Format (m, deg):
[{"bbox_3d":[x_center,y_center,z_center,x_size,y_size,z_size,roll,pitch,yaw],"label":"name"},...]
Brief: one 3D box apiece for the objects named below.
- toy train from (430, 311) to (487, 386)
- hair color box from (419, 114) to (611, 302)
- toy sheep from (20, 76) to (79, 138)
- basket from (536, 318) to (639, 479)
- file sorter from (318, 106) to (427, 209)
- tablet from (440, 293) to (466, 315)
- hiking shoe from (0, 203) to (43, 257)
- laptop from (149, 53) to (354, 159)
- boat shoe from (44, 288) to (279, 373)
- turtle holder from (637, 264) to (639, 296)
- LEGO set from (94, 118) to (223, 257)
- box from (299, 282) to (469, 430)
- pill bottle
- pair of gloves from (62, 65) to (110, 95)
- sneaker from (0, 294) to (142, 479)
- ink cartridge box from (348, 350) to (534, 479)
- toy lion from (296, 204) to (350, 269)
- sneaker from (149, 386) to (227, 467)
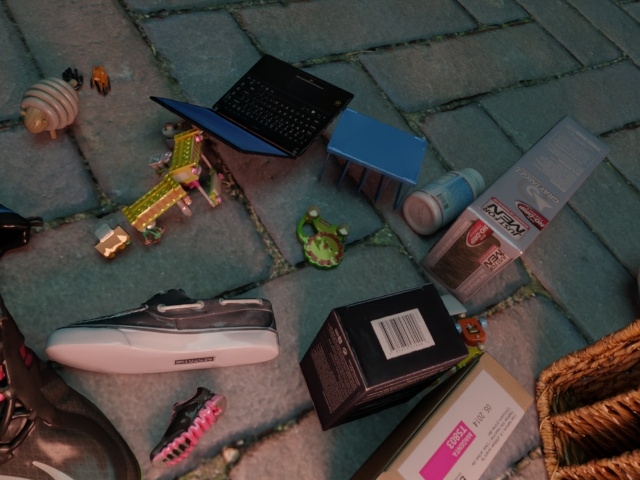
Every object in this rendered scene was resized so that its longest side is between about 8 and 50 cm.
[{"bbox_3d":[0.206,0.182,0.827,0.167,0.046,0.125,-11,35,-12],"label":"toy train"},{"bbox_3d":[0.363,-0.065,0.943,0.113,0.185,0.374,44,57,12],"label":"hair color box"},{"bbox_3d":[-0.454,-0.230,0.863,0.091,0.091,0.132,18,55,-5],"label":"toy sheep"},{"bbox_3d":[0.422,0.272,0.675,0.223,0.299,0.213,40,57,7],"label":"basket"},{"bbox_3d":[0.094,-0.148,0.965,0.170,0.104,0.118,22,54,-2],"label":"file sorter"},{"bbox_3d":[0.201,0.113,0.873,0.083,0.006,0.054,-8,30,-21],"label":"tablet"},{"bbox_3d":[-0.502,0.052,0.650,0.132,0.113,0.304,20,55,-3],"label":"hiking shoe"},{"bbox_3d":[-0.116,-0.257,0.915,0.234,0.136,0.264,33,74,25],"label":"laptop"},{"bbox_3d":[-0.206,0.117,0.704,0.302,0.108,0.102,1,58,-19],"label":"boat shoe"},{"bbox_3d":[0.727,0.122,0.933,0.228,0.243,0.320,-2,98,-1],"label":"turtle holder"},{"bbox_3d":[-0.241,-0.072,0.842,0.132,0.107,0.286,1,55,26],"label":"LEGO set"},{"bbox_3d":[0.075,0.163,0.696,0.153,0.207,0.108,-11,62,-24],"label":"box"},{"bbox_3d":[0.240,-0.080,0.976,0.160,0.087,0.087,-29,70,-30],"label":"pill bottle"},{"bbox_3d":[-0.440,-0.298,0.959,0.083,0.010,0.074,-12,64,-20],"label":"pair of gloves"},{"bbox_3d":[-0.382,0.148,0.525,0.482,0.202,0.185,48,54,-13],"label":"sneaker"},{"bbox_3d":[0.136,0.273,0.652,0.235,0.193,0.088,-35,73,-31],"label":"ink cartridge box"},{"bbox_3d":[0.000,0.000,0.889,0.100,0.034,0.096,32,62,5],"label":"toy lion"},{"bbox_3d":[-0.182,0.242,0.675,0.057,0.047,0.119,27,51,28],"label":"sneaker"}]
